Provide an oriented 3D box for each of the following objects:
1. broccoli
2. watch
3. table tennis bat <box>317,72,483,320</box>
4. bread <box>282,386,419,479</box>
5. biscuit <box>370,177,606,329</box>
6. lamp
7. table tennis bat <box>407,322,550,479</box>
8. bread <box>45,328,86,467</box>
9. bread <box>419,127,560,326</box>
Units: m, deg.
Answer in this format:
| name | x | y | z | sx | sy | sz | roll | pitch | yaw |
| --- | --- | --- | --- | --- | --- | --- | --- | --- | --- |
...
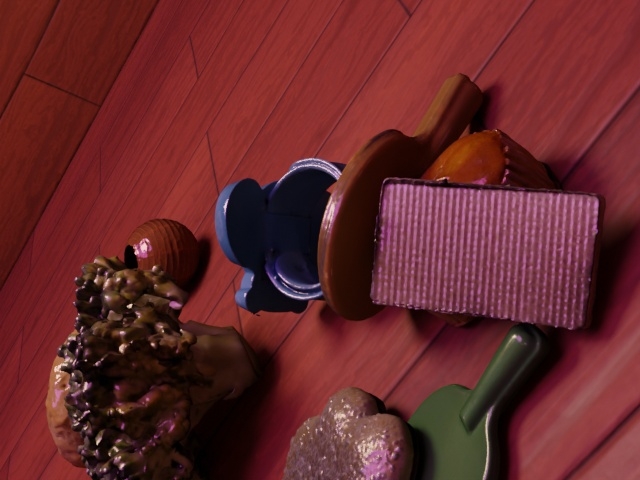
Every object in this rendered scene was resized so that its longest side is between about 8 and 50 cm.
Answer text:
| name | x | y | z | sx | sy | sz | roll | pitch | yaw |
| --- | --- | --- | --- | --- | --- | --- | --- | --- | --- |
| broccoli | -0.244 | 0.190 | 1.306 | 0.272 | 0.324 | 0.334 | -48 | -1 | -4 |
| watch | 0.000 | 0.000 | 1.155 | 0.193 | 0.211 | 0.211 | -1 | 68 | 43 |
| table tennis bat | 0.092 | -0.056 | 1.035 | 0.050 | 0.198 | 0.321 | 16 | 62 | 32 |
| bread | 0.019 | 0.254 | 0.993 | 0.286 | 0.056 | 0.207 | -27 | 50 | 58 |
| biscuit | 0.145 | 0.008 | 0.849 | 0.199 | 0.040 | 0.121 | 7 | 96 | 25 |
| lamp | -0.277 | 0.027 | 1.681 | 0.136 | 0.136 | 0.136 | -43 | 35 | 40 |
| table tennis bat | 0.133 | 0.181 | 0.885 | 0.257 | 0.039 | 0.160 | -61 | 25 | 23 |
| bread | -0.331 | 0.248 | 1.533 | 0.134 | 0.244 | 0.244 | -1 | 63 | 21 |
| bread | 0.142 | -0.016 | 0.948 | 0.190 | 0.114 | 0.132 | -52 | 27 | 17 |
